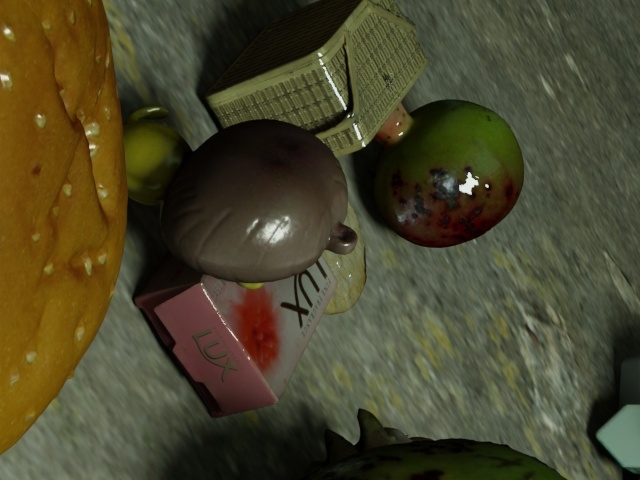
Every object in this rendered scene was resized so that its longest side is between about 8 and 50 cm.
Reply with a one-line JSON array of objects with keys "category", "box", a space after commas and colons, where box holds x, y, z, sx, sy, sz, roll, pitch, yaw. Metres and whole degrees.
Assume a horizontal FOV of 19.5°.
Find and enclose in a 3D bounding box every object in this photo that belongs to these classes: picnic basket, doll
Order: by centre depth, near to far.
[{"category": "doll", "box": [-0.065, -0.036, 1.208, 0.145, 0.188, 0.096, -21, 136, -46]}, {"category": "picnic basket", "box": [-0.001, -0.121, 1.389, 0.079, 0.115, 0.164, 59, 33, -17]}]

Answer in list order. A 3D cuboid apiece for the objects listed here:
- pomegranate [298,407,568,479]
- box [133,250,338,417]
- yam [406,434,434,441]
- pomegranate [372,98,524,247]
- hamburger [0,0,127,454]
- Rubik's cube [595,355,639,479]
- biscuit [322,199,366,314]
[{"category": "pomegranate", "box": [0.052, 0.238, 1.204, 0.285, 0.285, 0.340, 55, 5, -27]}, {"category": "box", "box": [-0.054, 0.037, 1.285, 0.111, 0.060, 0.156, 59, 34, -24]}, {"category": "yam", "box": [0.103, 0.210, 1.430, 0.141, 0.079, 0.079, 42, 43, -43]}, {"category": "pomegranate", "box": [0.088, -0.062, 1.495, 0.159, 0.129, 0.129, 28, 52, -40]}, {"category": "hamburger", "box": [-0.201, -0.031, 0.915, 0.314, 0.170, 0.289, -69, 157, -44]}, {"category": "Rubik's cube", "box": [0.379, 0.207, 1.758, 0.265, 0.213, 0.224, 17, 75, -66]}, {"category": "biscuit", "box": [0.000, 0.000, 1.428, 0.120, 0.015, 0.120, 31, 50, -47]}]
